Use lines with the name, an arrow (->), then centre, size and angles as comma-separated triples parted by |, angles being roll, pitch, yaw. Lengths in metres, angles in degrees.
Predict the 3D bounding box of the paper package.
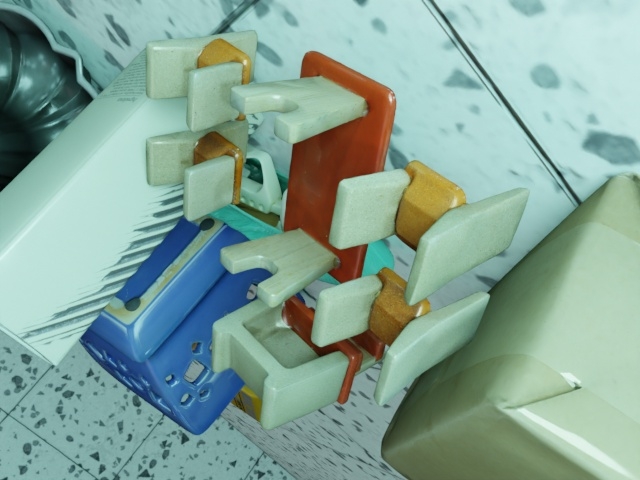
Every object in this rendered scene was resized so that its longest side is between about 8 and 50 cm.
paper package -> 0.230, 0.156, 0.458 | 0.309, 0.168, 0.325 | 33, 157, 9

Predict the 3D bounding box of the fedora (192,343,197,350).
fedora -> -0.226, 0.133, 1.165 | 0.079, 0.194, 0.194 | 10, 175, -35

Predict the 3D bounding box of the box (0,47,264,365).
box -> -0.178, -0.043, 0.539 | 0.113, 0.275, 0.094 | 12, 149, 47

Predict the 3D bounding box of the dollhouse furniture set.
dollhouse furniture set -> 0.000, 0.000, 0.467 | 0.262, 0.135, 0.259 | 39, 134, 34

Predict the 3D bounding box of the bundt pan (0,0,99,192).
bundt pan -> -0.383, -0.101, 0.731 | 0.331, 0.331, 0.124 | 40, -176, -6

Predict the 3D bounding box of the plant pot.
plant pot -> -0.195, 0.069, 0.837 | 0.236, 0.236, 0.212 | 25, 154, 32

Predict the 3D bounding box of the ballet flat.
ballet flat -> -0.042, -0.035, 0.617 | 0.247, 0.083, 0.087 | 26, 141, 22

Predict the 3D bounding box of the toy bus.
toy bus -> -0.140, 0.268, 1.305 | 0.130, 0.108, 0.333 | 32, 157, 13
